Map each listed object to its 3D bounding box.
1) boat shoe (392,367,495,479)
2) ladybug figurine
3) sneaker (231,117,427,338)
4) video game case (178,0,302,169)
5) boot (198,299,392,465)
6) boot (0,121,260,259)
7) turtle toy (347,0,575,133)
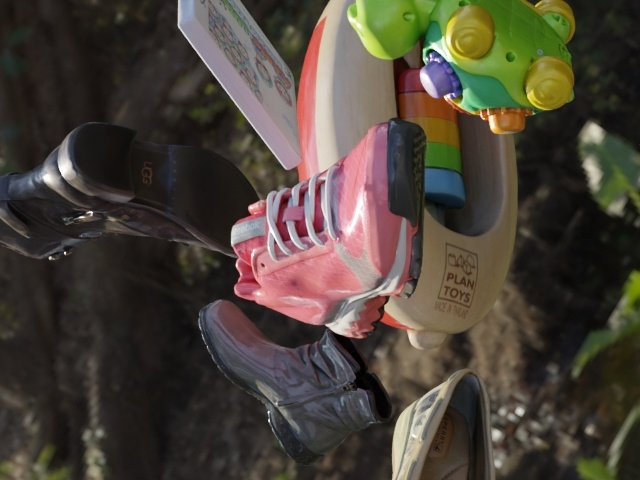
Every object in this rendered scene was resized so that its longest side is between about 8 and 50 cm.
[{"bbox_3d":[0.117,0.240,1.495,0.089,0.104,0.285,-54,21,35],"label":"boat shoe"},{"bbox_3d":[0.085,-0.097,1.745,0.162,0.305,0.450,-18,64,39],"label":"ladybug figurine"},{"bbox_3d":[0.000,0.001,1.247,0.314,0.136,0.116,115,160,-65],"label":"sneaker"},{"bbox_3d":[-0.065,-0.152,1.272,0.019,0.157,0.143,-28,33,14],"label":"video game case"},{"bbox_3d":[-0.025,0.142,1.917,0.161,0.246,0.083,-41,-4,36],"label":"boot"},{"bbox_3d":[-0.211,-0.028,1.563,0.229,0.263,0.091,-24,50,46],"label":"boot"},{"bbox_3d":[0.078,-0.105,0.839,0.066,0.130,0.095,-54,12,33],"label":"turtle toy"}]
